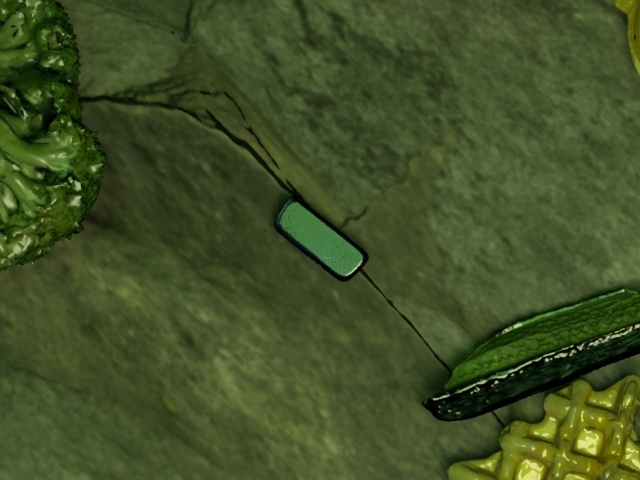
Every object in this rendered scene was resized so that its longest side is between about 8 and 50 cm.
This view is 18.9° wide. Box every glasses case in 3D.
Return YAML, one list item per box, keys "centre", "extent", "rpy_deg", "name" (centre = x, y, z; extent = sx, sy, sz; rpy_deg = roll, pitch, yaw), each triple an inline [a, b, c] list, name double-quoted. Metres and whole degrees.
- centre: [0.000, 0.000, 1.579]
  extent: [0.083, 0.023, 0.033]
  rpy_deg: [39, 95, 8]
  name: "glasses case"

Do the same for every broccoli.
- centre: [-0.325, -0.105, 1.488]
  extent: [0.321, 0.283, 0.304]
  rpy_deg: [-28, 73, -16]
  name: "broccoli"

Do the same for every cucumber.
- centre: [0.183, 0.088, 1.541]
  extent: [0.220, 0.070, 0.046]
  rpy_deg: [-19, 123, 2]
  name: "cucumber"

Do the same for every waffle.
- centre: [0.233, 0.241, 1.527]
  extent: [0.250, 0.056, 0.261]
  rpy_deg: [-24, 86, 3]
  name: "waffle"

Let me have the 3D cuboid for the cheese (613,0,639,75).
- centre: [0.354, -0.152, 1.541]
  extent: [0.250, 0.064, 0.157]
  rpy_deg: [33, 90, 9]
  name: "cheese"
